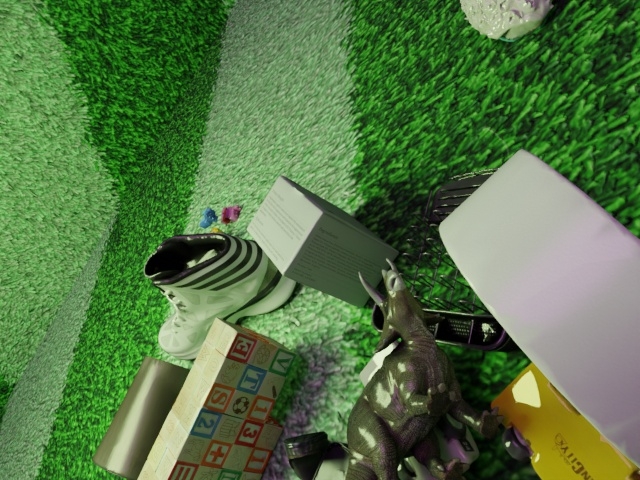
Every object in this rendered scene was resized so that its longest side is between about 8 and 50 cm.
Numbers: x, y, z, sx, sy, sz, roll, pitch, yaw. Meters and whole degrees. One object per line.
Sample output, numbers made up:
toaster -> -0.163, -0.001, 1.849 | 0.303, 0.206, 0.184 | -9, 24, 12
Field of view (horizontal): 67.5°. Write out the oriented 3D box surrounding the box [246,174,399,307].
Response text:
box -> 0.000, 0.000, 0.816 | 0.119, 0.182, 0.181 | -58, 36, 8

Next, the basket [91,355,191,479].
basket -> -0.361, 0.378, 1.032 | 0.205, 0.154, 0.226 | -6, 59, 48

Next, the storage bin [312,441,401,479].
storage bin -> 0.069, 0.345, 0.585 | 0.180, 0.084, 0.121 | 16, 80, 53

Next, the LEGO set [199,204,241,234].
LEGO set -> -0.260, -0.016, 1.221 | 0.093, 0.087, 0.227 | -25, 50, 39

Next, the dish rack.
dish rack -> 0.196, 0.016, 0.661 | 0.208, 0.074, 0.271 | -1, 66, 49

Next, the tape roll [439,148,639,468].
tape roll -> 0.237, 0.054, 0.410 | 0.100, 0.286, 0.286 | -47, 38, 19

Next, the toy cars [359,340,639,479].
toy cars -> 0.194, 0.213, 0.525 | 0.394, 0.087, 0.176 | -6, 71, 53

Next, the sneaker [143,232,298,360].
sneaker -> -0.281, 0.104, 1.019 | 0.448, 0.258, 0.169 | -34, 44, 32

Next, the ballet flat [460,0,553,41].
ballet flat -> 0.285, -0.514, 0.859 | 0.147, 0.147, 0.408 | -32, 45, 34

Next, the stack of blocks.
stack of blocks -> -0.155, 0.302, 0.810 | 0.087, 0.171, 0.296 | 14, 77, 53

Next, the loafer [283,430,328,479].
loafer -> -0.014, 0.306, 0.672 | 0.062, 0.170, 0.061 | -11, 63, 2

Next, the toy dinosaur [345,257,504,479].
toy dinosaur -> 0.090, 0.193, 0.529 | 0.160, 0.121, 0.313 | -145, 69, -66
